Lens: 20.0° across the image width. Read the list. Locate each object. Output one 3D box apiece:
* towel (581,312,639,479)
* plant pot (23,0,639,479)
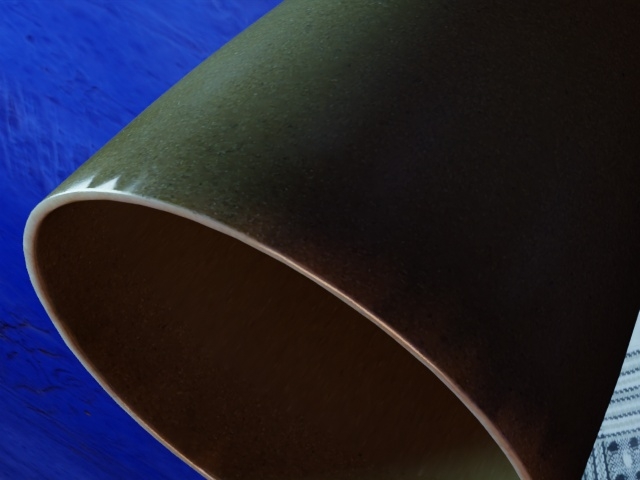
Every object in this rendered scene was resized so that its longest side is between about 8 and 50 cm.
[{"bbox_3d":[0.140,0.179,0.975,0.056,0.312,0.324,5,167,-30],"label":"towel"},{"bbox_3d":[0.049,-0.027,0.748,0.237,0.254,0.237,28,154,16],"label":"plant pot"}]
